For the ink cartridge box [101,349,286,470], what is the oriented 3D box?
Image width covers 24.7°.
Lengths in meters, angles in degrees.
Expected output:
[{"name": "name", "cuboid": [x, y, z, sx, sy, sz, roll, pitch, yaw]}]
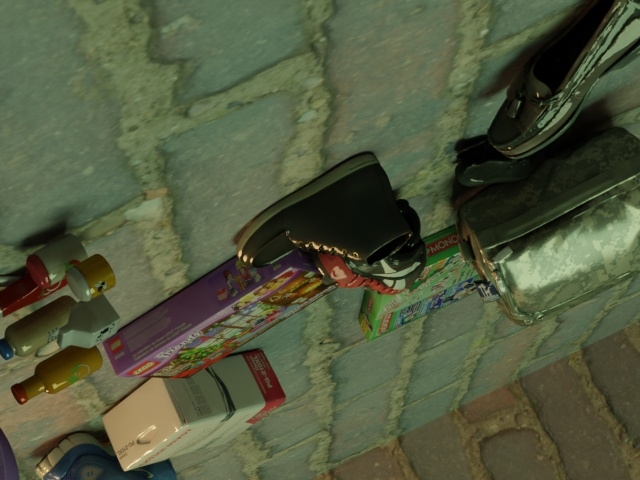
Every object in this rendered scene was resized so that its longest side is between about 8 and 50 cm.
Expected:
[{"name": "ink cartridge box", "cuboid": [-0.201, 0.268, 2.321, 0.172, 0.100, 0.237, -39, 161, 35]}]

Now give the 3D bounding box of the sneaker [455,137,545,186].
[{"name": "sneaker", "cuboid": [0.244, -0.111, 1.939, 0.170, 0.051, 0.089, -15, 164, -27]}]

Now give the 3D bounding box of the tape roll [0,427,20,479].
[{"name": "tape roll", "cuboid": [-0.479, 0.283, 1.629, 0.275, 0.275, 0.090, -24, 164, -8]}]

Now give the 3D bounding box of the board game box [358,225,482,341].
[{"name": "board game box", "cuboid": [0.175, 0.061, 2.369, 0.213, 0.046, 0.317, -23, 163, -11]}]

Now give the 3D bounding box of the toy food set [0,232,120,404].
[{"name": "toy food set", "cuboid": [-0.293, 0.082, 1.567, 0.104, 0.111, 0.232, -31, 165, -26]}]

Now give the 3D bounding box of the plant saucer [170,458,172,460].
[{"name": "plant saucer", "cuboid": [-0.382, 0.422, 2.625, 0.241, 0.037, 0.241, -25, 163, -8]}]

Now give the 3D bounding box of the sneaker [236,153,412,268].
[{"name": "sneaker", "cuboid": [0.000, 0.000, 1.782, 0.222, 0.118, 0.083, -34, 162, 24]}]

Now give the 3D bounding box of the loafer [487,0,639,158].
[{"name": "loafer", "cuboid": [0.276, -0.202, 1.683, 0.084, 0.096, 0.267, 17, 130, -40]}]

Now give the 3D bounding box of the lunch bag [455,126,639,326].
[{"name": "lunch bag", "cuboid": [0.343, -0.025, 2.071, 0.305, 0.212, 0.256, -27, 164, 4]}]

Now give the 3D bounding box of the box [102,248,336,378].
[{"name": "box", "cuboid": [-0.125, 0.096, 1.989, 0.293, 0.057, 0.201, -32, 162, 18]}]

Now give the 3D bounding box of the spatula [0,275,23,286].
[{"name": "spatula", "cuboid": [-0.428, 0.076, 1.532, 0.168, 0.019, 0.242, -36, 161, 25]}]

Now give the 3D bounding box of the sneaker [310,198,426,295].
[{"name": "sneaker", "cuboid": [0.096, 0.008, 1.990, 0.135, 0.098, 0.276, -31, 162, 22]}]

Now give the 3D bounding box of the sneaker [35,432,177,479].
[{"name": "sneaker", "cuboid": [-0.332, 0.414, 2.413, 0.130, 0.147, 0.330, -45, 155, 13]}]
